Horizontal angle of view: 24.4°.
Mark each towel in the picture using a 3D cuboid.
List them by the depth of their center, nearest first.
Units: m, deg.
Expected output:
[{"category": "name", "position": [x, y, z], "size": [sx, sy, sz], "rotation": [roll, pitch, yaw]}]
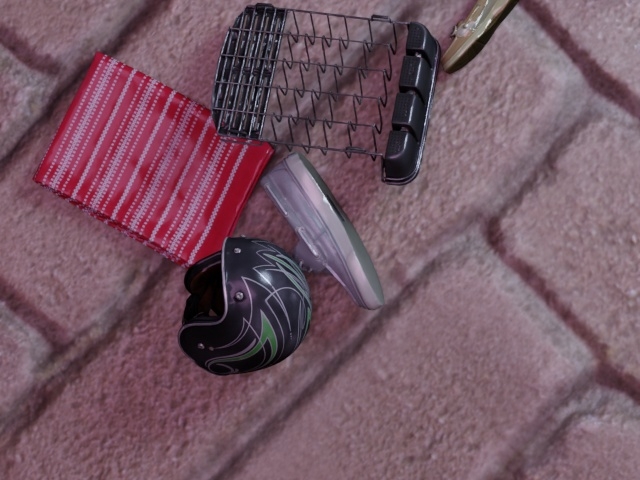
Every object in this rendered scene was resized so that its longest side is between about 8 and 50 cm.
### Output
[{"category": "towel", "position": [-0.217, -0.098, 1.922], "size": [0.274, 0.031, 0.199], "rotation": [29, 93, 5]}]

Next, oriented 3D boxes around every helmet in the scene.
[{"category": "helmet", "position": [-0.090, 0.079, 1.840], "size": [0.161, 0.169, 0.169], "rotation": [-33, 87, 25]}]

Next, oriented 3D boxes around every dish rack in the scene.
[{"category": "dish rack", "position": [0.003, -0.192, 1.854], "size": [0.271, 0.074, 0.208], "rotation": [8, 72, 11]}]

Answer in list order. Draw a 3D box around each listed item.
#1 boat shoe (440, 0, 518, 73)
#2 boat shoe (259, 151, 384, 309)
[{"category": "boat shoe", "position": [0.197, -0.278, 1.864], "size": [0.048, 0.056, 0.153], "rotation": [39, 93, 14]}, {"category": "boat shoe", "position": [-0.001, 0.000, 1.882], "size": [0.081, 0.079, 0.228], "rotation": [-33, 81, 12]}]
